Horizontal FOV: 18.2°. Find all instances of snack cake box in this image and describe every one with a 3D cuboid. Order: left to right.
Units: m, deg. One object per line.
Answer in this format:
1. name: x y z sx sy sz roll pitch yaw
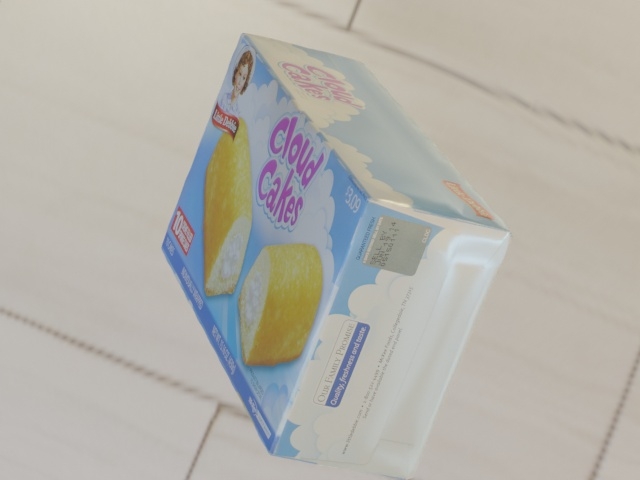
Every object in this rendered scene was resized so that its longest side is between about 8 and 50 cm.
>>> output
1. snack cake box: 0.000 0.000 1.128 0.089 0.264 0.152 12 109 -22
